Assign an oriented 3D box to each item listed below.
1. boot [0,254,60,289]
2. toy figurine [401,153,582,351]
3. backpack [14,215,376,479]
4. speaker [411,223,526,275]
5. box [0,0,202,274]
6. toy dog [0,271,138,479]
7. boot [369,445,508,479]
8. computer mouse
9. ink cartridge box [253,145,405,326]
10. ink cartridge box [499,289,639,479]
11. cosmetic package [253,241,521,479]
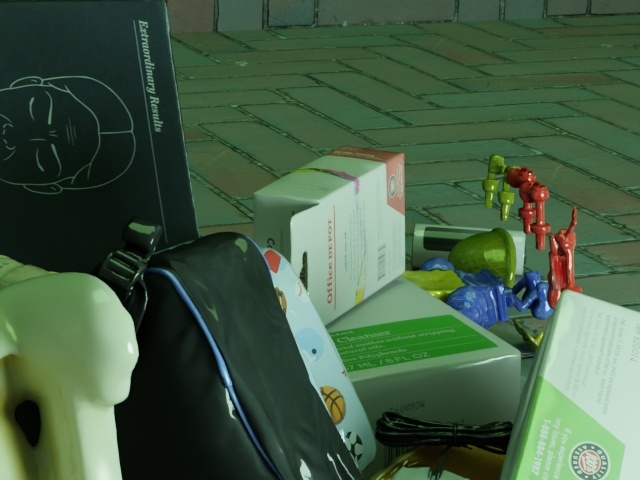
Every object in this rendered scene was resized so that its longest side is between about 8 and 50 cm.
[{"bbox_3d":[-0.168,0.097,1.571,0.203,0.095,0.262,7,-25,39],"label":"boot"},{"bbox_3d":[0.123,0.028,1.899,0.217,0.191,0.362,-5,16,-8],"label":"toy figurine"},{"bbox_3d":[-0.111,0.137,1.336,0.263,0.276,0.213,-26,-5,34],"label":"backpack"},{"bbox_3d":[0.179,0.011,2.175,0.136,0.055,0.055,5,17,6],"label":"speaker"},{"bbox_3d":[-0.352,-0.078,1.865,0.395,0.293,0.212,-4,-11,-26],"label":"box"},{"bbox_3d":[-0.354,0.179,1.154,0.395,0.284,0.408,16,23,40],"label":"toy dog"},{"bbox_3d":[0.190,0.220,1.386,0.295,0.104,0.211,-10,23,-35],"label":"boot"},{"bbox_3d":[0.082,0.185,1.318,0.106,0.042,0.193,9,33,5],"label":"computer mouse"},{"bbox_3d":[0.000,0.000,1.540,0.067,0.115,0.198,9,21,27],"label":"ink cartridge box"},{"bbox_3d":[0.308,0.189,1.283,0.353,0.119,0.207,18,44,5],"label":"ink cartridge box"},{"bbox_3d":[0.004,0.121,1.607,0.197,0.155,0.365,-9,21,-24],"label":"cosmetic package"}]
